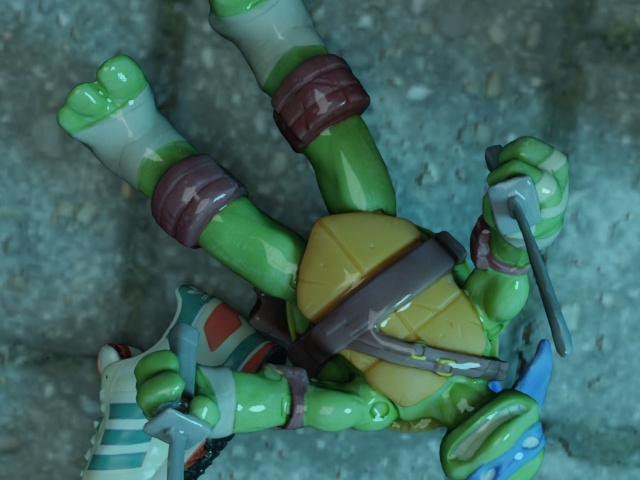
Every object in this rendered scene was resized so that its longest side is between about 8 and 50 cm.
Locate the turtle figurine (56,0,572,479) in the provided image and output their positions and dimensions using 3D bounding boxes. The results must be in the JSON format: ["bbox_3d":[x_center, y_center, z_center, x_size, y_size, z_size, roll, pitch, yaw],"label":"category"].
[{"bbox_3d":[0.000,0.000,0.877,0.266,0.275,0.198,52,123,15],"label":"turtle figurine"}]

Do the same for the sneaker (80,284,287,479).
[{"bbox_3d":[-0.092,0.093,0.998,0.075,0.057,0.161,43,101,12],"label":"sneaker"}]
